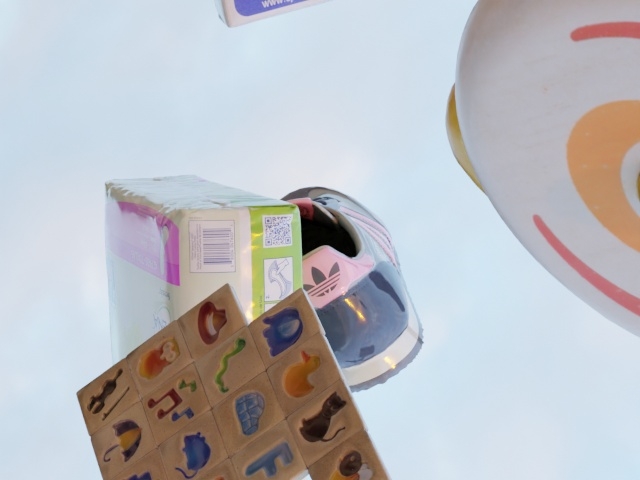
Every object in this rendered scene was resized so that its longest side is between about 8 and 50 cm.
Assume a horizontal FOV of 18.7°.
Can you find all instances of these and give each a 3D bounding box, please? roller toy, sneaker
[{"bbox_3d":[0.148,-0.053,0.665,0.209,0.191,0.146,28,-124,17],"label":"roller toy"},{"bbox_3d":[0.000,0.000,1.628,0.112,0.131,0.319,-32,-154,0],"label":"sneaker"}]

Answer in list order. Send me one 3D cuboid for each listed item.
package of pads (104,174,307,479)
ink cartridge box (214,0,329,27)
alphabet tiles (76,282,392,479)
[{"bbox_3d":[-0.095,0.074,1.488,0.296,0.101,0.229,-162,-111,-72],"label":"package of pads"},{"bbox_3d":[0.034,-0.355,1.563,0.303,0.307,0.072,-16,-155,-12],"label":"ink cartridge box"},{"bbox_3d":[-0.065,0.134,1.089,0.198,0.009,0.237,-36,-137,10],"label":"alphabet tiles"}]
